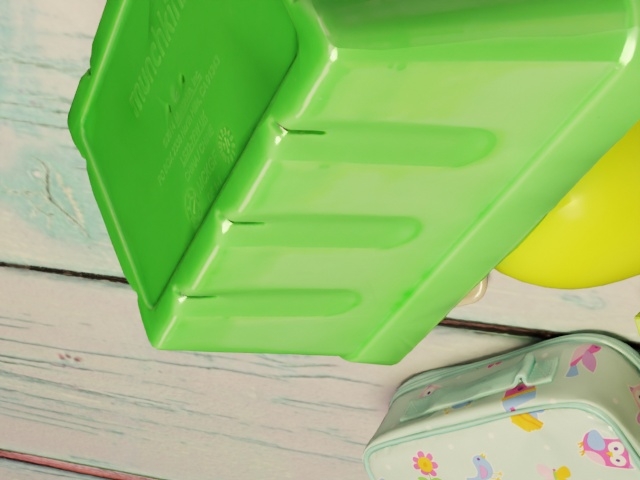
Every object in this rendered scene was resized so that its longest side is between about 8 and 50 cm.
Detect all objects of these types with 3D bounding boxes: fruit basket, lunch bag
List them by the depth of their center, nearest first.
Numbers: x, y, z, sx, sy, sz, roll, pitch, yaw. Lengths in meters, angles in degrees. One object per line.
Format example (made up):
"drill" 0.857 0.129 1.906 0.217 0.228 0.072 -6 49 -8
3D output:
"fruit basket" 0.082 -0.090 0.704 0.392 0.283 0.392 -21 159 -8
"lunch bag" 0.186 0.193 1.053 0.279 0.108 0.224 -23 109 40

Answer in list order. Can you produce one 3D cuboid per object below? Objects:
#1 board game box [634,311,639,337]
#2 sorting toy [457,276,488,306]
"board game box" 0.303 0.128 0.908 0.092 0.043 0.181 -12 100 37
"sorting toy" 0.000 0.000 0.977 0.193 0.038 0.208 -17 129 40
